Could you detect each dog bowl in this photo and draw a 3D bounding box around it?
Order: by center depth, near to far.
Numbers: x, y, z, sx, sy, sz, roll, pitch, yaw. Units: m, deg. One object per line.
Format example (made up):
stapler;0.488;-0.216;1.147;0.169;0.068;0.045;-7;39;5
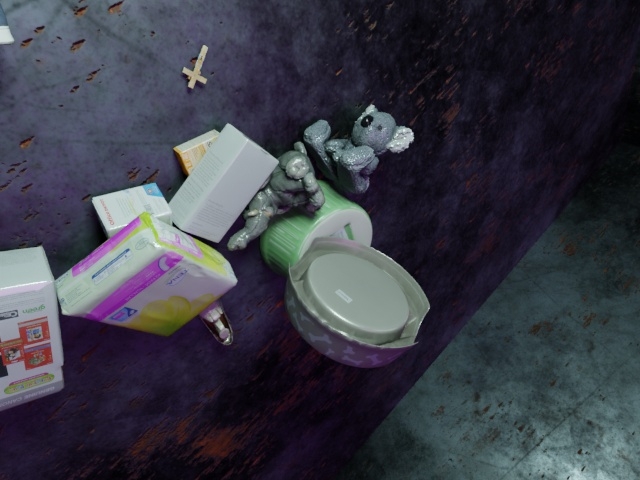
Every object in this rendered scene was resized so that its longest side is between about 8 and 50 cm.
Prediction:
dog bowl;0.075;0.137;0.963;0.349;0.348;0.102;-6;133;-40

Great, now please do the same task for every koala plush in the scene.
koala plush;0.108;-0.246;1.076;0.221;0.196;0.203;-46;150;-9

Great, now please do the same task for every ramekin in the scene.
ramekin;0.000;0.000;1.155;0.304;0.148;0.303;-23;130;-30

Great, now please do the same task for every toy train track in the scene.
toy train track;-0.240;-0.337;0.814;0.048;0.014;0.083;18;98;-40

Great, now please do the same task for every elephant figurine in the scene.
elephant figurine;-0.123;-0.108;0.981;0.240;0.186;0.169;-24;100;7

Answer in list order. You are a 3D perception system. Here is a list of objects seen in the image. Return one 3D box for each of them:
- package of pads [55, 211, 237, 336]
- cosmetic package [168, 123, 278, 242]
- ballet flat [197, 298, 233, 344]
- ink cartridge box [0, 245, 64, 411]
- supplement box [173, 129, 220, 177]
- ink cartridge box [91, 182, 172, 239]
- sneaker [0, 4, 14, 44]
package of pads;-0.335;0.082;0.870;0.229;0.101;0.296;-37;153;3
cosmetic package;-0.209;-0.116;0.892;0.231;0.085;0.117;-52;149;5
ballet flat;-0.277;0.198;1.089;0.077;0.079;0.221;-35;135;-18
ink cartridge box;-0.630;0.176;0.713;0.310;0.130;0.271;-10;125;-38
supplement box;-0.250;-0.184;0.888;0.098;0.036;0.062;-33;136;-22
ink cartridge box;-0.368;-0.053;0.823;0.123;0.088;0.052;-21;152;-32
sneaker;-0.527;-0.325;0.503;0.226;0.086;0.163;-17;125;-32
